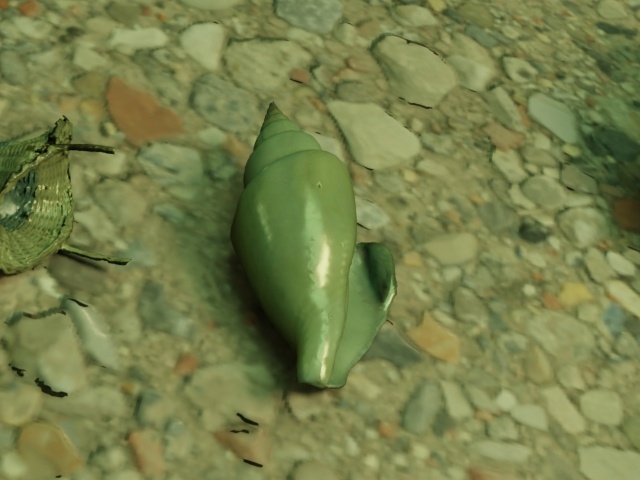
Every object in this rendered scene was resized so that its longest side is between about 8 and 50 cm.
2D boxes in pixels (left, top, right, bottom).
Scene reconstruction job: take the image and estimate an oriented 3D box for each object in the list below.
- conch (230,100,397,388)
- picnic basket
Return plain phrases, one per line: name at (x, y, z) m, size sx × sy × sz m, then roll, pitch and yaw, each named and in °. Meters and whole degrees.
conch at (-0.007, 0.002, 0.642) m, size 0.065 × 0.088 × 0.180 m, roll -21°, pitch 54°, yaw 14°
picnic basket at (-0.127, -0.022, 0.600) m, size 0.083 × 0.065 × 0.083 m, roll 15°, pitch 36°, yaw 13°
